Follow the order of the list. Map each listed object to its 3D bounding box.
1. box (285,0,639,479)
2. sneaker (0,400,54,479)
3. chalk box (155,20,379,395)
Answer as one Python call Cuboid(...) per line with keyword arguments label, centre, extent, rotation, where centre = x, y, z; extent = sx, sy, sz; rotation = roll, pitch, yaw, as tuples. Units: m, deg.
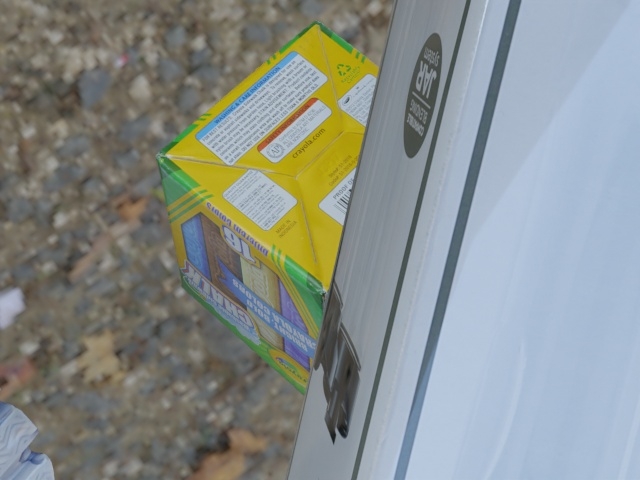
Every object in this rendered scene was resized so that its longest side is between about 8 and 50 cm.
Cuboid(label="box", centre=(0.089, 0.014, 0.386), extent=(0.169, 0.087, 0.290), rotation=(9, 103, -12))
Cuboid(label="sneaker", centre=(-0.277, 0.048, 0.797), extent=(0.127, 0.182, 0.315), rotation=(-48, 127, -39))
Cuboid(label="chalk box", centre=(0.000, 0.000, 0.973), extent=(0.132, 0.132, 0.213), rotation=(-43, 160, -21))
